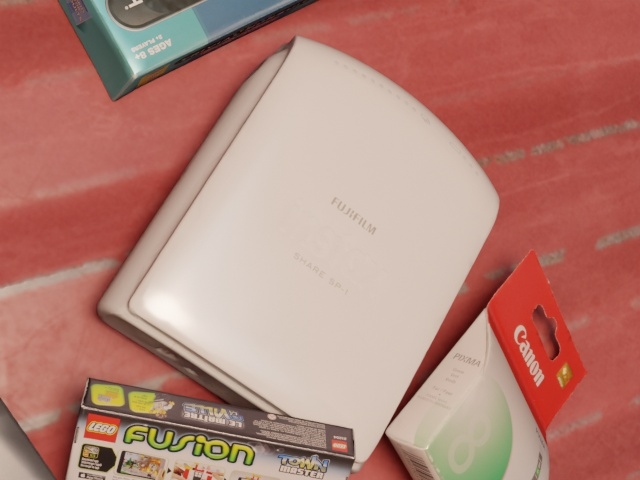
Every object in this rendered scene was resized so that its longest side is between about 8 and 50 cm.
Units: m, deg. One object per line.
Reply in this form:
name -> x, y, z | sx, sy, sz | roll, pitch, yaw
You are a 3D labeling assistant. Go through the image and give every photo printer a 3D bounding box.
photo printer -> 0.000, 0.000, 0.929 | 0.256, 0.107, 0.307 | 37, 70, -15

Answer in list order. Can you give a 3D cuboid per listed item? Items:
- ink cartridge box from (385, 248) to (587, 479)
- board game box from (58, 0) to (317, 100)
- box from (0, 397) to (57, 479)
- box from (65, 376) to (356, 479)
ink cartridge box -> 0.169, 0.148, 0.973 | 0.224, 0.056, 0.181 | -46, 128, -22
board game box -> -0.141, -0.325, 0.931 | 0.254, 0.079, 0.336 | -31, 95, -24
box -> -0.261, 0.146, 0.750 | 0.103, 0.184, 0.261 | -36, 97, -26
box -> -0.087, 0.177, 0.846 | 0.207, 0.036, 0.114 | 13, 119, -9
